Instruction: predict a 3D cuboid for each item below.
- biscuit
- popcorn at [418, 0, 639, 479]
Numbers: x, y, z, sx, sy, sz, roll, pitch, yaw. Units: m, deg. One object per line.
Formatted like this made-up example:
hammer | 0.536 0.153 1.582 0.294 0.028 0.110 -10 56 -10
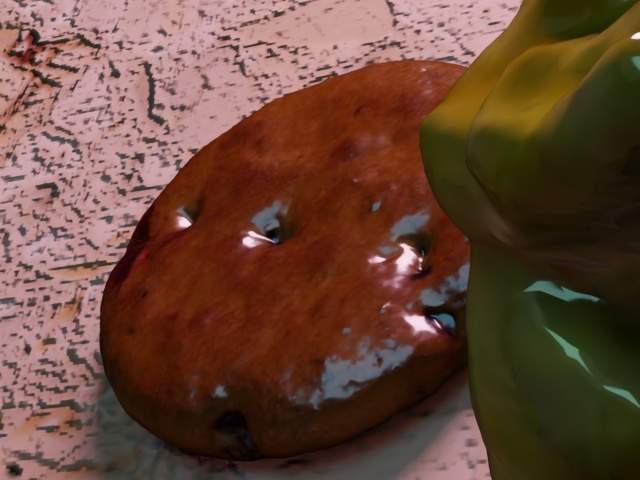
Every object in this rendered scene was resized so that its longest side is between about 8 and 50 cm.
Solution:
biscuit | 0.000 0.000 0.774 0.212 0.036 0.212 -21 38 17
popcorn | 0.175 -0.026 0.449 0.312 0.312 0.312 -22 38 18
